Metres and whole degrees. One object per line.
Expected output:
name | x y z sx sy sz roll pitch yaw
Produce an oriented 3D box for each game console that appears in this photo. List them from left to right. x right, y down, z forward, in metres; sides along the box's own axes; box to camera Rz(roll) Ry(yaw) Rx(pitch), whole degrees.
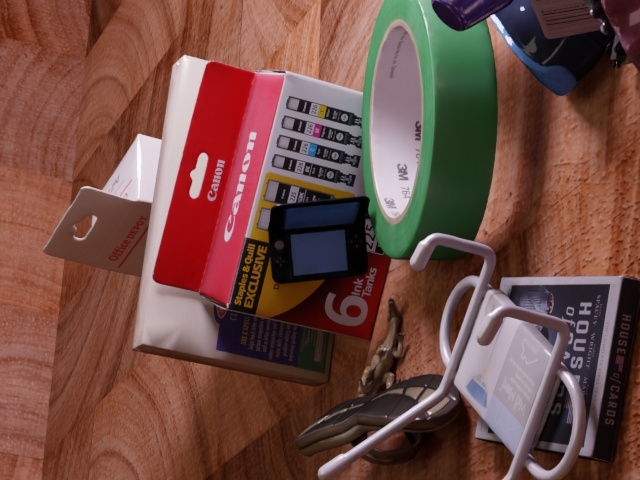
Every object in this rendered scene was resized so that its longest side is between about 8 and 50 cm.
game console | 0.000 0.000 2.080 0.071 0.122 0.107 -137 42 -80

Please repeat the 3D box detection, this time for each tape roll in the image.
tape roll | 0.122 -0.138 1.983 0.321 0.077 0.321 -179 90 -78

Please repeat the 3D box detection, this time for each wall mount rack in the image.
wall mount rack | 0.129 0.170 1.741 0.350 0.130 0.304 -128 54 -64

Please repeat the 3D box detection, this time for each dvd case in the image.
dvd case | 0.236 0.125 1.720 0.238 0.029 0.179 175 107 -68

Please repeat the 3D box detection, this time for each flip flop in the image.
flip flop | 0.073 0.224 1.979 0.277 0.112 0.080 -25 94 50

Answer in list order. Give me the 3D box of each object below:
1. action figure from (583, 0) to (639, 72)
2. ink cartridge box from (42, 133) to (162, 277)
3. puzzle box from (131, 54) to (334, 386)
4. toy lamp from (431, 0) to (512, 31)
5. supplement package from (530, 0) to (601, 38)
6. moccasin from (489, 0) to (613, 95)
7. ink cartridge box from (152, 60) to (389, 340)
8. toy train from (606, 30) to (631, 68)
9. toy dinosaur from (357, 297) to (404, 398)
action figure | 0.406 -0.225 1.325 0.370 0.248 0.276 -37 10 21
ink cartridge box | -0.201 -0.034 2.440 0.207 0.353 0.119 133 144 -50
puzzle box | -0.097 -0.024 2.293 0.052 0.272 0.409 154 127 -63
toy lamp | 0.222 -0.327 1.773 0.275 0.080 0.080 -48 18 -13
supplement package | 0.256 -0.327 1.613 0.203 0.149 0.194 43 -141 -68
moccasin | 0.229 -0.296 1.882 0.117 0.137 0.342 -41 53 14
ink cartridge box | -0.042 -0.053 2.177 0.130 0.272 0.309 -164 87 -68
toy train | 0.323 -0.249 1.718 0.027 0.036 0.158 -172 96 -72
toy dinosaur | 0.070 0.166 2.095 0.092 0.053 0.183 -106 40 -78
